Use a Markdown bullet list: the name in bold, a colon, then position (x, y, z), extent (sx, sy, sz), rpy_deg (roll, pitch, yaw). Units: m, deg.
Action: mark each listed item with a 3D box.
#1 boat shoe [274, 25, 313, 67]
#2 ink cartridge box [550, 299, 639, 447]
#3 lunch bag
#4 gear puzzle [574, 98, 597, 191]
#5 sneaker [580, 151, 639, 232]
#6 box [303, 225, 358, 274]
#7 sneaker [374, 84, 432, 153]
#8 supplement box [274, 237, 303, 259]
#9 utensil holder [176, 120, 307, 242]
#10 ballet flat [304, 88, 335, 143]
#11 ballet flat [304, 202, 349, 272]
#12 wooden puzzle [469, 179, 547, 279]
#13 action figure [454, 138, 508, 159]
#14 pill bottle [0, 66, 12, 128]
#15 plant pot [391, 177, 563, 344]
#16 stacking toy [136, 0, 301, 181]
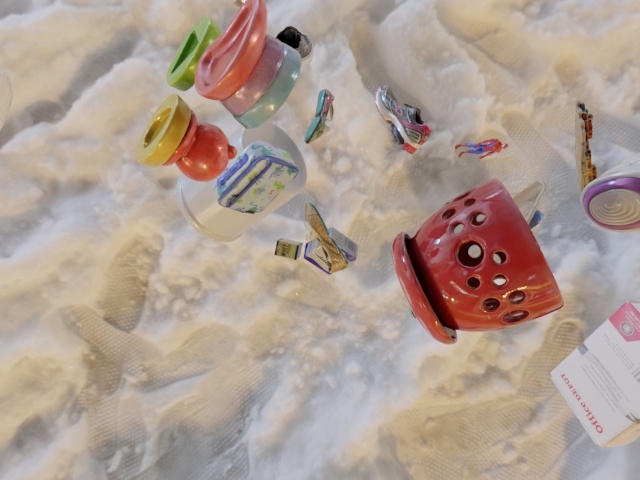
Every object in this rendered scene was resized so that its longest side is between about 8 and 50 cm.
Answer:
- **boat shoe**: position (-0.069, -0.410, 1.078), extent (0.080, 0.076, 0.228), rpy_deg (23, 39, 10)
- **ink cartridge box**: position (0.704, 0.307, 1.173), extent (0.117, 0.283, 0.207), rpy_deg (6, 40, -26)
- **lunch bag**: position (-0.187, -0.172, 1.441), extent (0.219, 0.176, 0.090), rpy_deg (-40, 60, 23)
- **gear puzzle**: position (0.663, -0.225, 1.269), extent (0.044, 0.339, 0.175), rpy_deg (-1, 121, 24)
- **sneaker**: position (0.500, -0.098, 0.649), extent (0.152, 0.305, 0.114), rpy_deg (-36, 106, -33)
- **box**: position (0.034, 0.037, 1.731), extent (0.126, 0.137, 0.072), rpy_deg (35, 43, -26)
- **sneaker**: position (0.293, -0.442, 1.807), extent (0.112, 0.121, 0.299), rpy_deg (-42, 59, 29)
- **supplement box**: position (-0.116, 0.030, 1.872), extent (0.083, 0.083, 0.056), rpy_deg (13, 99, 7)
- **utensil holder**: position (-0.286, -0.219, 1.888), extent (0.385, 0.328, 0.327), rpy_deg (-31, 78, 35)
- **ballet flat**: position (0.008, -0.450, 1.896), extent (0.079, 0.077, 0.221), rpy_deg (22, 80, -30)
- **ballet flat**: position (0.000, 0.000, 1.341), extent (0.067, 0.073, 0.206), rpy_deg (-34, 101, -9)
- **wooden puzzle**: position (0.604, 0.000, 1.688), extent (0.080, 0.322, 0.348), rpy_deg (36, 58, -1)
- **action figure**: position (0.348, -0.198, 1.104), extent (0.030, 0.115, 0.038), rpy_deg (-50, 123, -36)
- **pill bottle**: position (-0.501, -0.201, 0.576), extent (0.246, 0.130, 0.130), rpy_deg (29, 81, -9)
- **plant pot**: position (0.203, 0.036, 0.695), extent (0.174, 0.191, 0.191), rpy_deg (-27, 80, 18)
- **stacking toy**: position (-0.140, -0.250, 0.809), extent (0.130, 0.309, 0.279), rpy_deg (29, 50, -34)
